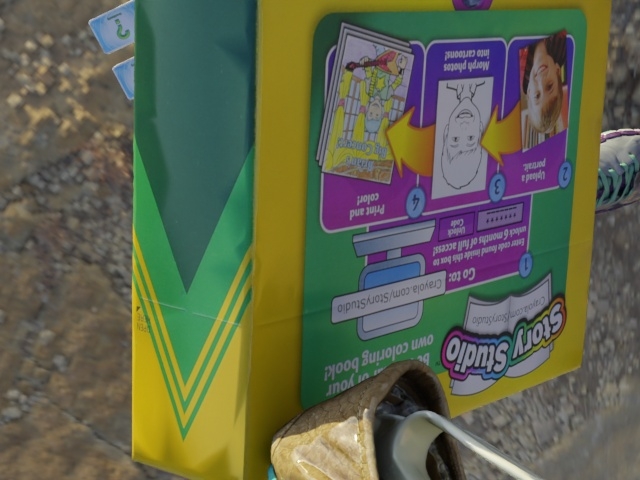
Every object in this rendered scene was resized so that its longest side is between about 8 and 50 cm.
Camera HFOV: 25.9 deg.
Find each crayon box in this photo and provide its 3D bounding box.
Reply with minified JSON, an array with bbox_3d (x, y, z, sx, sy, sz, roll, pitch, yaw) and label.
[{"bbox_3d":[0.045,-0.041,0.878,0.106,0.363,0.313,13,106,39],"label":"crayon box"}]

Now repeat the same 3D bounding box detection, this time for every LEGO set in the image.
[{"bbox_3d":[-0.158,-0.238,1.766,0.244,0.060,0.182,-20,107,21],"label":"LEGO set"}]

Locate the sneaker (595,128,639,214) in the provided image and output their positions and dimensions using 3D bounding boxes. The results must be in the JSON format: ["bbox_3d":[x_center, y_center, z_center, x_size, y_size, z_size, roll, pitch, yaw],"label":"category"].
[{"bbox_3d":[0.251,-0.045,1.297,0.224,0.098,0.083,-10,118,-16],"label":"sneaker"}]

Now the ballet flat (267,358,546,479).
[{"bbox_3d":[0.078,0.176,0.635,0.124,0.116,0.342,-48,37,15],"label":"ballet flat"}]
